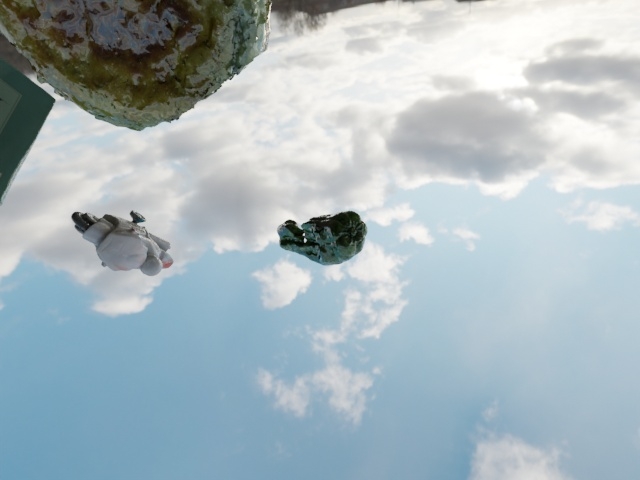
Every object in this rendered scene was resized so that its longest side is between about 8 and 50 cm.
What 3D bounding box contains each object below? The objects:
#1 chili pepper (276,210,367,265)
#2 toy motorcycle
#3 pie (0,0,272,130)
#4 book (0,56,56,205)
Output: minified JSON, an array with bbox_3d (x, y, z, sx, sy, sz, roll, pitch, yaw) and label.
[{"bbox_3d":[-0.001,-0.001,0.800,0.083,0.099,0.253,-35,-163,-30],"label":"chili pepper"},{"bbox_3d":[-0.403,0.017,0.889,0.171,0.260,0.110,40,-93,17],"label":"toy motorcycle"},{"bbox_3d":[-0.218,-0.269,0.426,0.354,0.288,0.103,-19,-144,18],"label":"pie"},{"bbox_3d":[-0.791,-0.295,0.953,0.031,0.264,0.379,-17,-128,21],"label":"book"}]
